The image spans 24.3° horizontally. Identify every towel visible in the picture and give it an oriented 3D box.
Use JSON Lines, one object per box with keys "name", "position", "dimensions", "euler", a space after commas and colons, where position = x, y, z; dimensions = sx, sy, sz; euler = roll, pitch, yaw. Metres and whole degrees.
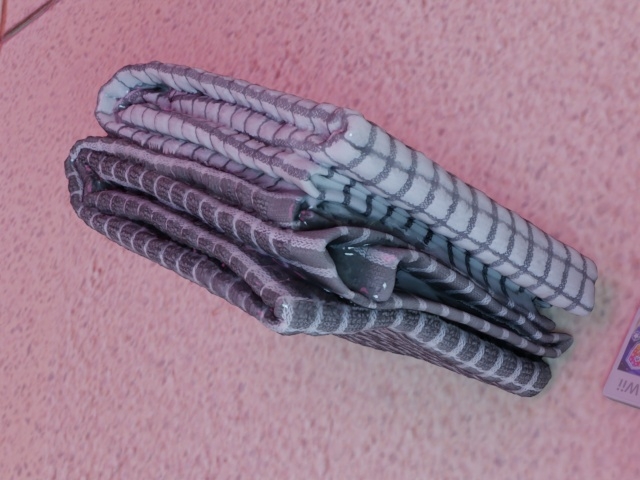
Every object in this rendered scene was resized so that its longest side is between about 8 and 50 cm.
{"name": "towel", "position": [0.000, 0.000, 0.924], "dimensions": [0.283, 0.235, 0.121], "euler": [22, 85, 51]}

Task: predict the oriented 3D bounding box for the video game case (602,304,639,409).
{"name": "video game case", "position": [0.218, 0.044, 0.843], "dimensions": [0.087, 0.011, 0.122], "euler": [16, 77, 49]}
